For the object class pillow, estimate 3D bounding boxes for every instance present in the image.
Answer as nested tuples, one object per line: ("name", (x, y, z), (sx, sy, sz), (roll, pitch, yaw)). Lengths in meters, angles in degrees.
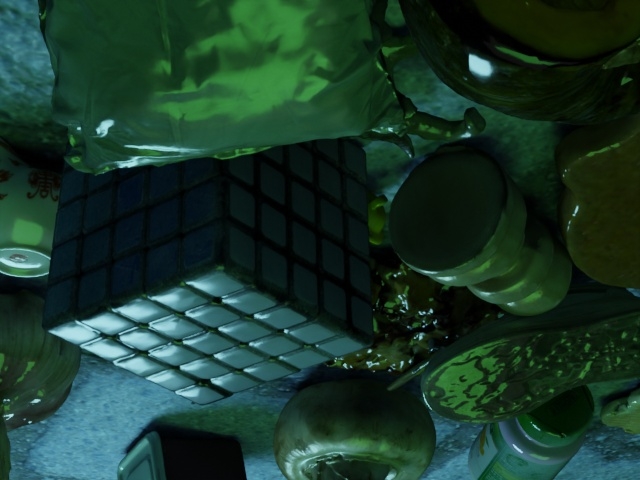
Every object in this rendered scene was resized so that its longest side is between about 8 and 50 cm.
("pillow", (-0.082, -0.190, 0.969), (0.310, 0.138, 0.283), (-4, 125, 7))

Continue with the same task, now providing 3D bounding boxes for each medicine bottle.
("medicine bottle", (0.313, 0.291, 1.835), (0.133, 0.133, 0.274), (4, 149, -8))

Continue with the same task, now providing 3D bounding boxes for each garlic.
("garlic", (-0.421, 0.197, 1.551), (0.245, 0.253, 0.245), (-6, 157, -2))

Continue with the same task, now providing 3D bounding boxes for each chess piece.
("chess piece", (0.199, 0.008, 1.364), (0.143, 0.143, 0.261), (-20, 149, 29))

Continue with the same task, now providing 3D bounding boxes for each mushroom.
("mushroom", (0.053, 0.301, 1.804), (0.255, 0.184, 0.255), (-9, 141, -7))

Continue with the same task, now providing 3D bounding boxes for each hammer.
("hammer", (0.133, 0.162, 1.591), (0.062, 0.017, 0.182), (7, 154, -21))

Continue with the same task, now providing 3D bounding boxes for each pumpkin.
("pumpkin", (0.193, -0.212, 0.930), (0.325, 0.242, 0.232), (-8, 173, -14))

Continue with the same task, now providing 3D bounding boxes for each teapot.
("teapot", (-0.313, -0.016, 1.342), (0.159, 0.116, 0.245), (-17, 154, 5))

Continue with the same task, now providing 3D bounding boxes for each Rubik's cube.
("Rubik's cube", (-0.104, -0.002, 1.227), (0.237, 0.237, 0.238), (-23, 143, 31))

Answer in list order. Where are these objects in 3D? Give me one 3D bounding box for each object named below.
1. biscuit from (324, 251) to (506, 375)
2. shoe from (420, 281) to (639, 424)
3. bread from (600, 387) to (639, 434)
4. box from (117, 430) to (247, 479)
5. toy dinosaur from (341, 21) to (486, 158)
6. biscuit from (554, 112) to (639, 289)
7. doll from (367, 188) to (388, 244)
("biscuit", (0.079, 0.104, 1.566), (0.334, 0.081, 0.289), (24, 142, -38))
("shoe", (0.265, 0.115, 1.515), (0.316, 0.159, 0.124), (-11, 119, -4))
("bread", (0.562, 0.260, 1.881), (0.251, 0.039, 0.182), (15, 146, -24))
("box", (-0.209, 0.457, 1.969), (0.167, 0.294, 0.193), (3, 151, -29))
("toy dinosaur", (0.023, -0.157, 1.130), (0.162, 0.077, 0.294), (-23, 129, 40))
("biscuit", (0.435, -0.068, 1.294), (0.385, 0.062, 0.365), (-12, 146, 15))
("doll", (0.000, 0.000, 1.380), (0.207, 0.081, 0.129), (-32, 173, 37))
